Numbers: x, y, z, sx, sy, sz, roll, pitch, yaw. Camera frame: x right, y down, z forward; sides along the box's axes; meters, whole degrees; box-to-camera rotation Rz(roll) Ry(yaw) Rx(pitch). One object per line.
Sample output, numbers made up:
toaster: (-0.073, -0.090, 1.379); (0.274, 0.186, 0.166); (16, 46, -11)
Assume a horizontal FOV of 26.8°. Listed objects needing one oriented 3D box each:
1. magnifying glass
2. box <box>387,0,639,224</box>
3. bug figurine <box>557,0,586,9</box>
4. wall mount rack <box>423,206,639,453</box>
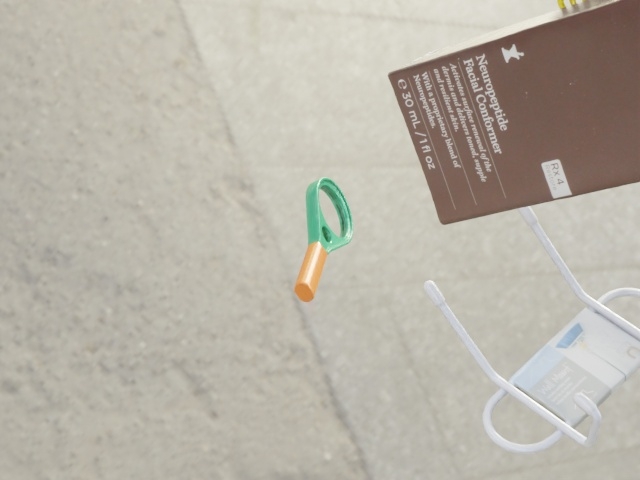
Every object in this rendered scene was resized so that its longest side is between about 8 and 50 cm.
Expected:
magnifying glass: (0.000, 0.000, 1.708); (0.092, 0.026, 0.231); (57, 25, -24)
box: (0.281, -0.153, 1.439); (0.143, 0.381, 0.191); (-33, 105, -52)
bug figurine: (0.349, -0.366, 1.532); (0.216, 0.279, 0.072); (-11, 32, -19)
wall mount rack: (0.324, 0.118, 1.865); (0.350, 0.130, 0.304); (-38, 57, -26)
